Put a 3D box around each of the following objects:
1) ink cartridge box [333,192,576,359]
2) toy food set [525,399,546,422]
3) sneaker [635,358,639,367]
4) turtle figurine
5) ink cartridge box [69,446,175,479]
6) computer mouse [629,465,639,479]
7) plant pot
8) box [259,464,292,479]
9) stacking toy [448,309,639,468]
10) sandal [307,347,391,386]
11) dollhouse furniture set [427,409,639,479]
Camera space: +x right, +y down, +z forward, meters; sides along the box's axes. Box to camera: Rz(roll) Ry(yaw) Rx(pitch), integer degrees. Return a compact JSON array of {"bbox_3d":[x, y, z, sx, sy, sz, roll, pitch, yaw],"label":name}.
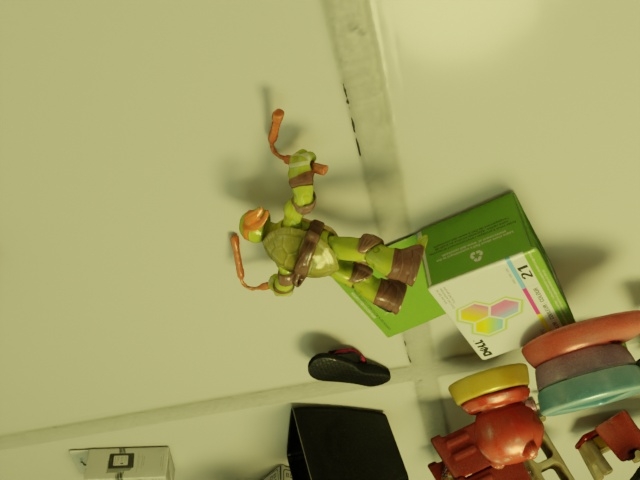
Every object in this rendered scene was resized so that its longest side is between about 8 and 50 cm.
[{"bbox_3d":[0.167,0.075,0.844,0.255,0.097,0.189,-25,134,19],"label":"ink cartridge box"},{"bbox_3d":[0.374,0.302,1.166,0.077,0.019,0.122,7,145,-16],"label":"toy food set"},{"bbox_3d":[0.537,0.182,1.003,0.178,0.072,0.077,11,148,-35],"label":"sneaker"},{"bbox_3d":[0.000,0.000,0.716,0.217,0.087,0.270,18,132,3],"label":"turtle figurine"},{"bbox_3d":[-0.365,0.431,1.210,0.180,0.060,0.104,-1,138,-4],"label":"ink cartridge box"},{"bbox_3d":[0.593,0.339,1.084,0.262,0.060,0.184,-22,136,-40],"label":"computer mouse"},{"bbox_3d":[0.046,0.397,1.133,0.166,0.187,0.188,-7,138,-14],"label":"plant pot"},{"bbox_3d":[-0.088,0.576,1.373,0.169,0.087,0.290,23,131,-27],"label":"box"},{"bbox_3d":[0.363,0.209,0.906,0.279,0.130,0.309,-4,154,-22],"label":"stacking toy"},{"bbox_3d":[0.041,0.191,1.008,0.067,0.040,0.179,-27,148,30],"label":"sandal"},{"bbox_3d":[0.385,0.362,1.142,0.374,0.152,0.201,-22,148,-9],"label":"dollhouse furniture set"}]
